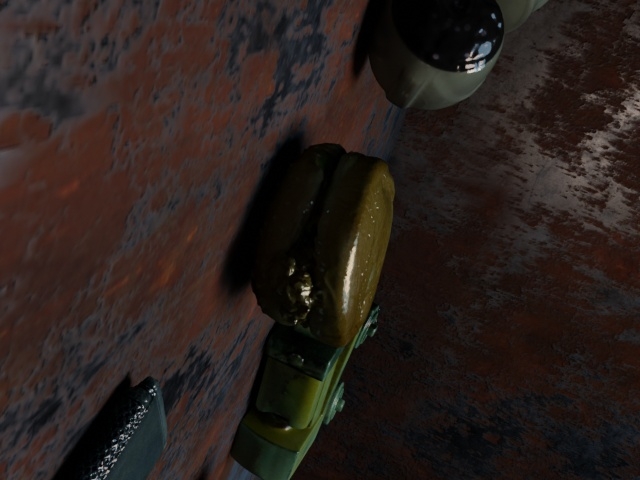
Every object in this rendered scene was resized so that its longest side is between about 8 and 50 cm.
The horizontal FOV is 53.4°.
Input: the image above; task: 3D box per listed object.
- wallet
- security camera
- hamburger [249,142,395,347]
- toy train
[{"bbox_3d":[-0.136,0.153,0.387,0.088,0.026,0.129,101,13,-45],"label":"wallet"},{"bbox_3d":[0.163,-0.287,0.789,0.277,0.197,0.191,-57,-175,-15],"label":"security camera"},{"bbox_3d":[0.000,0.000,0.622,0.215,0.122,0.189,-26,132,-76],"label":"hamburger"},{"bbox_3d":[-0.027,0.241,1.157,0.253,0.160,0.397,-44,156,-57],"label":"toy train"}]
